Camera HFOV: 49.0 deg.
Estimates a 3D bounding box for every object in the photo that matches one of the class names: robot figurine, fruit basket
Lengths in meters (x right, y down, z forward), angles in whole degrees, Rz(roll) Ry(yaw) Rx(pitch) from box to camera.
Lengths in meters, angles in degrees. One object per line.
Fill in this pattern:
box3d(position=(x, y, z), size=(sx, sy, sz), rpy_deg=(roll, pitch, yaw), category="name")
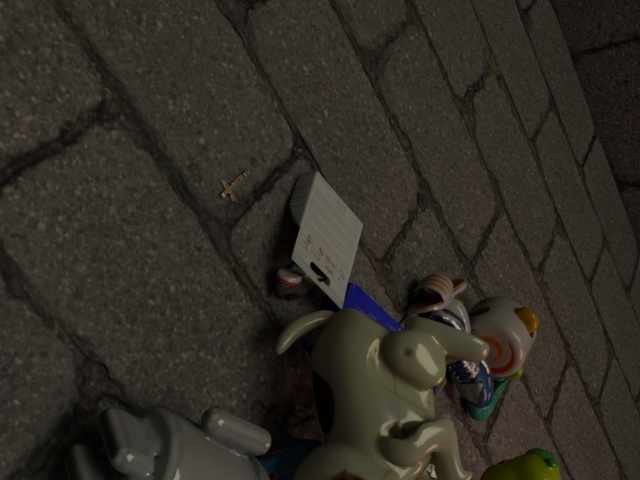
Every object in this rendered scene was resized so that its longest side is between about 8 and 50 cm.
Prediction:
box3d(position=(-0.207, 0.380, 1.054), size=(0.300, 0.200, 0.353), rpy_deg=(-45, 127, 2), category="robot figurine")
box3d(position=(0.412, 0.648, 1.678), size=(0.392, 0.282, 0.393), rpy_deg=(-14, 109, -46), category="fruit basket")

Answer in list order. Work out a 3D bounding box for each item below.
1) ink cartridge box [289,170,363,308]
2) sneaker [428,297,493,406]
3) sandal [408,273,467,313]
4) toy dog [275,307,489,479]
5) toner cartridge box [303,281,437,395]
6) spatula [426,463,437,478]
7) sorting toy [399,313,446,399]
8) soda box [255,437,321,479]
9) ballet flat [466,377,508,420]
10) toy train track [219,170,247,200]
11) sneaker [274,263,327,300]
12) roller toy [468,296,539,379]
box3d(position=(0.000, 0.000, 1.460), size=(0.189, 0.066, 0.233), rpy_deg=(47, 48, -36), category="ink cartridge box")
box3d(position=(0.344, 0.300, 1.793), size=(0.131, 0.111, 0.297), rpy_deg=(-24, 92, -56), category="sneaker")
box3d(position=(0.291, 0.118, 1.780), size=(0.265, 0.101, 0.076), rpy_deg=(-25, 102, -58), category="sandal")
box3d(position=(0.086, 0.341, 1.247), size=(0.395, 0.284, 0.408), rpy_deg=(26, 62, -17), category="toy dog")
box3d(position=(0.126, 0.258, 1.538), size=(0.348, 0.075, 0.165), rpy_deg=(44, 56, -28), category="toner cartridge box")
box3d(position=(0.208, 0.499, 1.591), size=(0.241, 0.019, 0.168), rpy_deg=(25, 50, -17), category="spatula")
box3d(position=(0.218, 0.312, 1.705), size=(0.193, 0.038, 0.208), rpy_deg=(-42, 111, -45), category="sorting toy")
box3d(position=(-0.085, 0.428, 1.296), size=(0.210, 0.067, 0.071), rpy_deg=(-5, 88, -50), category="soda box")
box3d(position=(0.471, 0.414, 1.964), size=(0.247, 0.083, 0.087), rpy_deg=(-40, 138, -45), category="ballet flat")
box3d(position=(-0.162, -0.106, 1.334), size=(0.083, 0.014, 0.048), rpy_deg=(-52, 122, -42), category="toy train track")
box3d(position=(-0.047, 0.088, 1.421), size=(0.157, 0.061, 0.065), rpy_deg=(-1, 116, -56), category="sneaker")
box3d(position=(0.475, 0.253, 1.891), size=(0.146, 0.191, 0.210), rpy_deg=(-40, 142, -47), category="roller toy")
